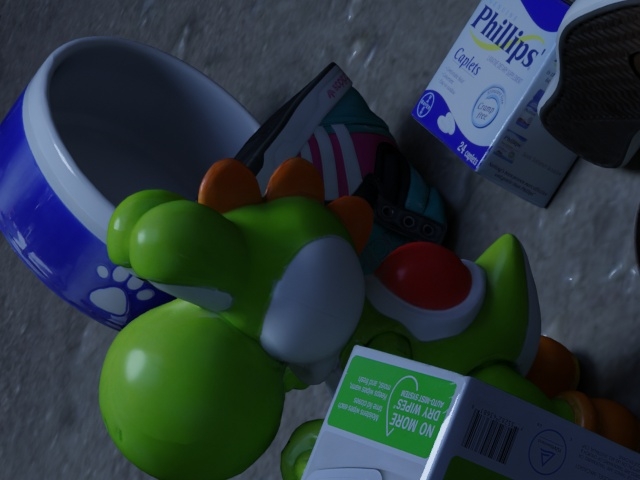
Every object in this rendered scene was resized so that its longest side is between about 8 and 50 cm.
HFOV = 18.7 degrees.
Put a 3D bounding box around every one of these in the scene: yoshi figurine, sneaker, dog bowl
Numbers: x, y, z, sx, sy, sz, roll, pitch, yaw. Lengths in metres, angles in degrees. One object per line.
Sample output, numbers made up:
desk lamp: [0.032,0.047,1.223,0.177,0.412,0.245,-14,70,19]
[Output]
yoshi figurine: [0.008,0.097,1.187,0.203,0.362,0.203,-32,43,43]
sneaker: [0.214,-0.138,1.224,0.123,0.106,0.290,-53,1,-11]
dog bowl: [-0.150,-0.045,1.660,0.104,0.265,0.265,-47,33,31]
sneaker: [0.000,0.000,1.466,0.124,0.178,0.295,-39,8,38]

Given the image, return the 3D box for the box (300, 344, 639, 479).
box: [0.107,0.214,1.038,0.126,0.262,0.231,11,78,61]

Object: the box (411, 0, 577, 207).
box: [0.149,-0.115,1.426,0.137,0.072,0.126,-58,30,10]

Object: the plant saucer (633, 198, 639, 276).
plant saucer: [0.255,0.016,1.095,0.029,0.168,0.168,-38,11,-37]
